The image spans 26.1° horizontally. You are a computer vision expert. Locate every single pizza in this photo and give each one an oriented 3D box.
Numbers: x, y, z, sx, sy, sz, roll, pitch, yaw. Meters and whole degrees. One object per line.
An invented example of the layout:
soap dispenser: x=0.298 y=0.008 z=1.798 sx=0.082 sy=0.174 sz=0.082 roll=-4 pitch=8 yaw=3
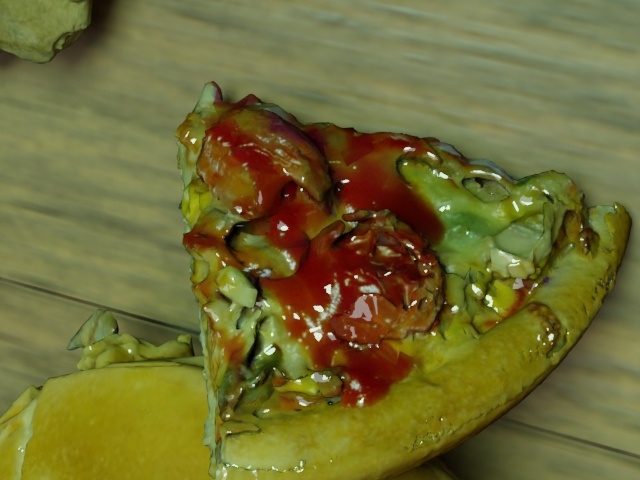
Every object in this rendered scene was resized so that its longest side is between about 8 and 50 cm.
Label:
pizza: x=0.000 y=0.000 z=0.519 sx=0.193 sy=0.201 sz=0.053 roll=35 pitch=147 yaw=24

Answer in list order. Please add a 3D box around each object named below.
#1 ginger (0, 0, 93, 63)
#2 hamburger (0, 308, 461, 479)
ginger: x=-0.143 y=-0.099 z=0.586 sx=0.096 sy=0.067 sz=0.165 roll=35 pitch=126 yaw=7
hamburger: x=-0.038 y=0.190 z=0.576 sx=0.290 sy=0.170 sz=0.314 roll=-43 pitch=87 yaw=18
